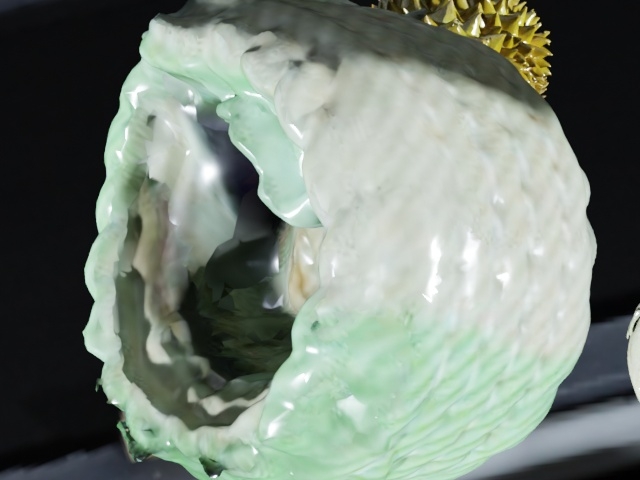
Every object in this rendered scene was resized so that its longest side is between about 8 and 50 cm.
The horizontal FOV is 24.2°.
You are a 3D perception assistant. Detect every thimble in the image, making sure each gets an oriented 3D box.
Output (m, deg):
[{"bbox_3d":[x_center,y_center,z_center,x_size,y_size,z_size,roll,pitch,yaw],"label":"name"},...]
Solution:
[{"bbox_3d":[0.000,0.000,0.638,0.150,0.219,0.219,3,-163,-42],"label":"thimble"}]

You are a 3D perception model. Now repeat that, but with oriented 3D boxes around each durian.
[{"bbox_3d":[0.114,-0.189,1.388,0.138,0.183,0.249,-60,-155,-3],"label":"durian"}]

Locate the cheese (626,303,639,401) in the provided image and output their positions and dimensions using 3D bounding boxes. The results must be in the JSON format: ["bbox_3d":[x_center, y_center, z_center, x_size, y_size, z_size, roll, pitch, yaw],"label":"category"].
[{"bbox_3d":[0.299,0.003,0.893,0.127,0.266,0.233,35,-149,21],"label":"cheese"}]
